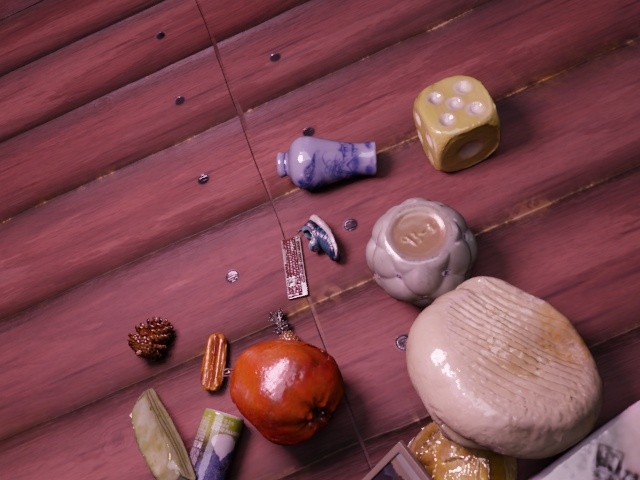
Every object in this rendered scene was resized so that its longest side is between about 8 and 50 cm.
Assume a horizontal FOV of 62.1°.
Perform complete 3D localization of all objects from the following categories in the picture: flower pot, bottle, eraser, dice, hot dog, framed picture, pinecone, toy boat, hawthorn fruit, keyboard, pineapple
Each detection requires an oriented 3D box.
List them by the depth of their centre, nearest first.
[{"bbox_3d":[0.503,0.457,0.922,0.331,0.150,0.331,-7,63,13],"label":"eraser"},{"bbox_3d":[0.179,0.539,0.987,0.265,0.018,0.192,48,115,28],"label":"framed picture"},{"bbox_3d":[-0.255,0.529,1.115,0.093,0.093,0.330,9,68,19],"label":"bottle"},{"bbox_3d":[-0.099,0.305,1.131,0.299,0.211,0.211,10,67,36],"label":"hawthorn fruit"},{"bbox_3d":[-0.359,0.427,1.160,0.093,0.055,0.293,-49,43,-1],"label":"toy boat"},{"bbox_3d":[0.222,0.025,1.180,0.246,0.195,0.246,-6,62,11],"label":"flower pot"},{"bbox_3d":[-0.085,0.211,1.249,0.058,0.058,0.124,-26,60,1],"label":"pineapple"},{"bbox_3d":[-0.251,0.287,1.265,0.062,0.038,0.144,-6,61,15],"label":"hot dog"},{"bbox_3d":[-0.409,0.239,1.301,0.102,0.102,0.109,38,68,27],"label":"pinecone"},{"bbox_3d":[0.336,-0.288,1.321,0.169,0.166,0.169,-21,62,3],"label":"dice"},{"bbox_3d":[-0.065,0.065,1.336,0.055,0.017,0.166,-13,62,8],"label":"keyboard"}]

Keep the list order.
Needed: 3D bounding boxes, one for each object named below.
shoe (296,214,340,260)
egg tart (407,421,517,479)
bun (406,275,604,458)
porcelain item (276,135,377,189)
[{"bbox_3d":[0.000,0.000,1.326,0.071,0.064,0.143,-35,59,-5],"label":"shoe"},{"bbox_3d":[0.263,0.456,1.020,0.252,0.098,0.232,-36,58,0],"label":"egg tart"},{"bbox_3d":[0.330,0.255,1.007,0.365,0.219,0.365,6,41,-5],"label":"bun"},{"bbox_3d":[0.016,-0.207,1.389,0.258,0.141,0.141,-5,63,4],"label":"porcelain item"}]
